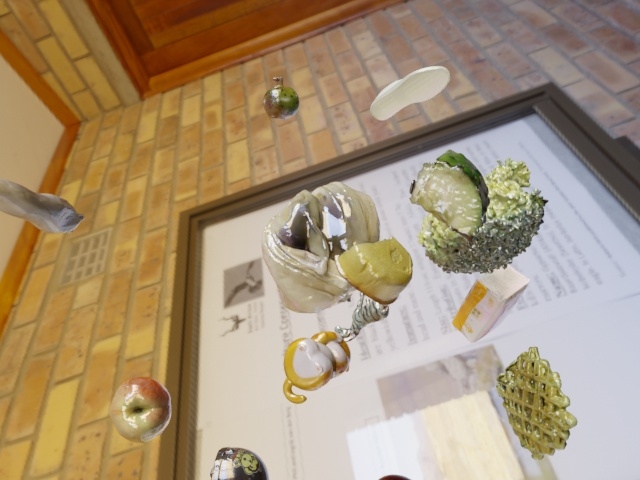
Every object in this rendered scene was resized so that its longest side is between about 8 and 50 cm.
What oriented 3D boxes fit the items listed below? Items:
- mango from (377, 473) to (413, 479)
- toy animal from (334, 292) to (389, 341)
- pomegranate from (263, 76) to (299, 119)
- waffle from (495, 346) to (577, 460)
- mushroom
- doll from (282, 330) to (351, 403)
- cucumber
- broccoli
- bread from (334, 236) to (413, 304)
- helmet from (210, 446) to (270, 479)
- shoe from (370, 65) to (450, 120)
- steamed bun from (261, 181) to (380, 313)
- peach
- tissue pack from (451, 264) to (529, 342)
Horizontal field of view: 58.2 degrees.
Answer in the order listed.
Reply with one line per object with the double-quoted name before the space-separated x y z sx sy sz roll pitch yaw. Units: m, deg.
"mango" 0.265 0.835 1.887 0.267 0.111 0.133 25 180 -34
"toy animal" 0.162 0.254 2.056 0.089 0.255 0.170 35 -153 -21
"pomegranate" -0.133 -0.460 1.897 0.130 0.130 0.130 -19 -90 -85
"waffle" 0.632 0.488 1.712 0.317 0.073 0.297 100 157 -49
"mushroom" -0.742 -0.087 1.489 0.109 0.097 0.351 43 177 14
"doll" -0.003 0.371 1.783 0.269 0.162 0.167 -13 -118 -53
"cucumber" 0.250 -0.094 1.036 0.145 0.105 0.325 38 -164 5
"broccoli" 0.421 -0.058 1.561 0.293 0.347 0.281 65 -177 -63
"bread" 0.113 0.059 1.106 0.156 0.086 0.125 -6 -125 -46
"helmet" -0.238 0.786 1.810 0.230 0.160 0.279 -48 -55 -78
"shoe" 0.271 -0.465 1.749 0.095 0.264 0.110 54 -148 -23
"steamed bun" 0.000 0.000 1.327 0.206 0.275 0.320 75 -152 -62
"peach" -0.613 0.577 1.967 0.232 0.232 0.233 -19 -90 -85
"tissue pack" 0.570 0.210 1.936 0.124 0.185 0.225 42 136 25
